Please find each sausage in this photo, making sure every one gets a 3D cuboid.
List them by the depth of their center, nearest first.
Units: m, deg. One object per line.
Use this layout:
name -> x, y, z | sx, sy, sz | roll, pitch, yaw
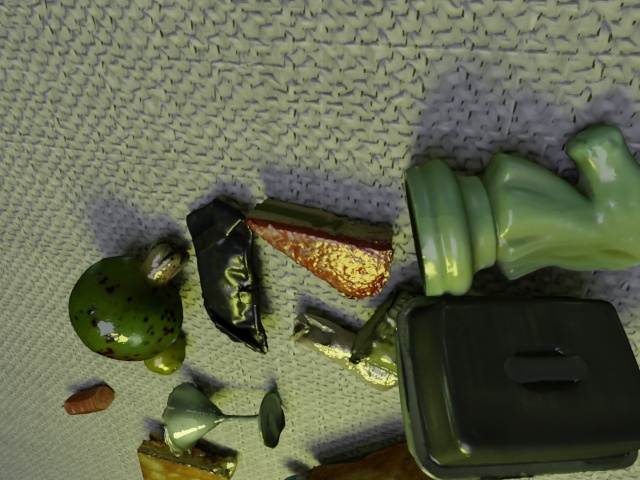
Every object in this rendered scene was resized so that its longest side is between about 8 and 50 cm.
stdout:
sausage -> -0.629, 0.436, 1.171 | 0.169, 0.065, 0.065 | -22, 113, 30

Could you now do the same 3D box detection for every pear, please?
pear -> -0.331, 0.234, 0.922 | 0.097, 0.092, 0.092 | 41, 127, 11

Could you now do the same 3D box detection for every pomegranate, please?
pomegranate -> -0.330, 0.102, 0.789 | 0.202, 0.202, 0.248 | 42, 98, -10

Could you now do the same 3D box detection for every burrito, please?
burrito -> 0.049, 0.197, 0.781 | 0.226, 0.060, 0.087 | 29, 126, -1

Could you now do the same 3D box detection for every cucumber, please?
cucumber -> 0.217, 0.205, 0.706 | 0.325, 0.145, 0.105 | 29, 171, -3

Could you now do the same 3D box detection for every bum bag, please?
bum bag -> -0.161, 0.069, 0.764 | 0.137, 0.074, 0.310 | 11, 119, 28

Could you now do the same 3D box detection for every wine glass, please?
wine glass -> -0.205, 0.386, 0.949 | 0.232, 0.156, 0.156 | -6, 119, 17

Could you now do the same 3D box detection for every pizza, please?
pizza -> -0.362, 0.643, 1.201 | 0.257, 0.087, 0.268 | 16, 127, 4

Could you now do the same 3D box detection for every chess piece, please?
chess piece -> 0.258, -0.034, 0.522 | 0.298, 0.176, 0.176 | -9, 119, 9

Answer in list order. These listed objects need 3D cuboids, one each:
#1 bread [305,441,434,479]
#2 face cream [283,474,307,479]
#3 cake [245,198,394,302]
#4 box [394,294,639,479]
bread -> 0.103, 0.547, 0.913 | 0.344, 0.195, 0.149 | -33, 86, 33
face cream -> -0.002, 0.680, 1.059 | 0.264, 0.149, 0.083 | 43, 122, -6
cake -> 0.001, 0.017, 0.665 | 0.220, 0.086, 0.117 | 11, 122, 11
box -> 0.241, 0.177, 0.557 | 0.290, 0.221, 0.166 | 0, 154, -8
